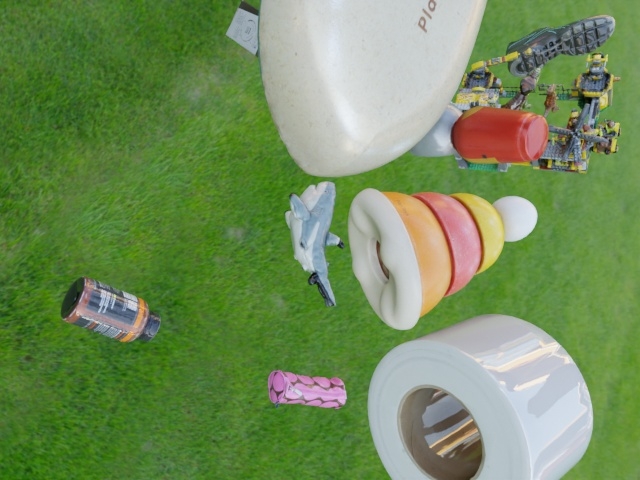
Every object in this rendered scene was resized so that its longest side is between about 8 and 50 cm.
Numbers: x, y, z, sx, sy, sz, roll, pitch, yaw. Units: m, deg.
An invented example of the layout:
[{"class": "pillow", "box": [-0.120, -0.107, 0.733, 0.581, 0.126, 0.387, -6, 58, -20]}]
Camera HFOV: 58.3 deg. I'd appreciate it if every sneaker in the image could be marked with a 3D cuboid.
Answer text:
[{"class": "sneaker", "box": [0.607, -0.521, 1.475, 0.101, 0.268, 0.106, 53, 27, -44]}]

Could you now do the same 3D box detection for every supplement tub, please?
[{"class": "supplement tub", "box": [-0.455, 0.160, 1.263, 0.198, 0.106, 0.106, 32, 63, -36]}]

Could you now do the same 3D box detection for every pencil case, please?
[{"class": "pencil case", "box": [-0.029, 0.386, 1.472, 0.209, 0.098, 0.095, 13, 65, -34]}]

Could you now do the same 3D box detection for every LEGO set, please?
[{"class": "LEGO set", "box": [0.375, -0.254, 1.052, 0.254, 0.331, 0.192, -65, 148, -12]}]

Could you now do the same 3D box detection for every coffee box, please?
[{"class": "coffee box", "box": [-0.122, -0.580, 1.704, 0.168, 0.297, 0.118, 8, 118, -52]}]

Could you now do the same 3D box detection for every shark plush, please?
[{"class": "shark plush", "box": [0.000, 0.000, 0.725, 0.067, 0.073, 0.161, -7, 62, -12]}]

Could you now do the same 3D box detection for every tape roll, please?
[{"class": "tape roll", "box": [0.207, 0.233, 0.767, 0.169, 0.246, 0.246, -8, 87, -43]}]

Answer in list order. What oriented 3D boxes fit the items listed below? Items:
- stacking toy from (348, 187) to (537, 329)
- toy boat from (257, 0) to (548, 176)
[{"class": "stacking toy", "box": [0.335, -0.002, 1.426, 0.480, 0.350, 0.350, -15, 91, -14]}, {"class": "toy boat", "box": [0.070, -0.152, 0.491, 0.318, 0.148, 0.267, 31, 80, -43]}]
